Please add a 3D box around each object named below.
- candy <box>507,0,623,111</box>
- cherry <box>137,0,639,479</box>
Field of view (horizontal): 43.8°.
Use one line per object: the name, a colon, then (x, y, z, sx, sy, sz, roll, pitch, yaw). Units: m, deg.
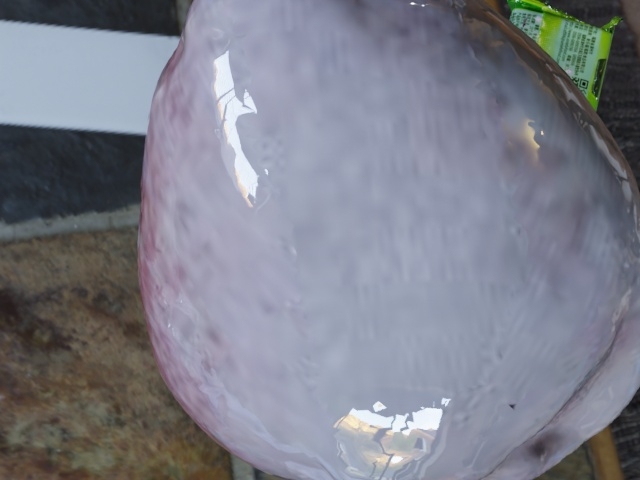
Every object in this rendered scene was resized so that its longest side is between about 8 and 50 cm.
candy: (0.187, -0.115, 0.673, 0.102, 0.032, 0.178, 13, 84, 1)
cherry: (0.046, 0.002, 0.497, 0.326, 0.335, 0.291, 17, 33, 13)
